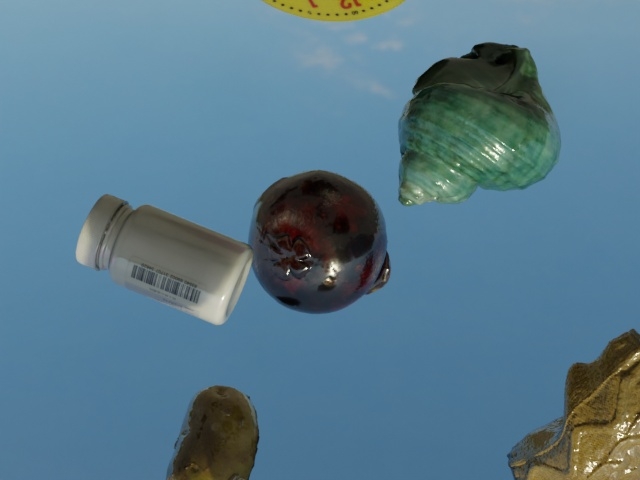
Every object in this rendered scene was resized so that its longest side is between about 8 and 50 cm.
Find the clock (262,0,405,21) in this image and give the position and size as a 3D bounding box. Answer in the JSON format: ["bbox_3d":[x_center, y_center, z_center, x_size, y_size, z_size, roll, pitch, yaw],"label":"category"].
[{"bbox_3d":[0.002,-0.376,1.285,0.277,0.293,0.071,-9,-121,29],"label":"clock"}]

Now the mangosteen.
[{"bbox_3d":[0.000,0.000,1.375,0.210,0.209,0.210,-4,-153,2],"label":"mangosteen"}]

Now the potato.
[{"bbox_3d":[-0.173,0.304,1.486,0.164,0.081,0.200,-20,-130,43],"label":"potato"}]

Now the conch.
[{"bbox_3d":[0.156,-0.112,1.055,0.202,0.134,0.196,-25,-154,-28],"label":"conch"}]

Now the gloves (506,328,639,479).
[{"bbox_3d":[0.418,0.268,1.442,0.203,0.356,0.155,5,-135,-31],"label":"gloves"}]

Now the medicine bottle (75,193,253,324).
[{"bbox_3d":[-0.180,0.020,1.181,0.187,0.102,0.102,21,-149,4],"label":"medicine bottle"}]
